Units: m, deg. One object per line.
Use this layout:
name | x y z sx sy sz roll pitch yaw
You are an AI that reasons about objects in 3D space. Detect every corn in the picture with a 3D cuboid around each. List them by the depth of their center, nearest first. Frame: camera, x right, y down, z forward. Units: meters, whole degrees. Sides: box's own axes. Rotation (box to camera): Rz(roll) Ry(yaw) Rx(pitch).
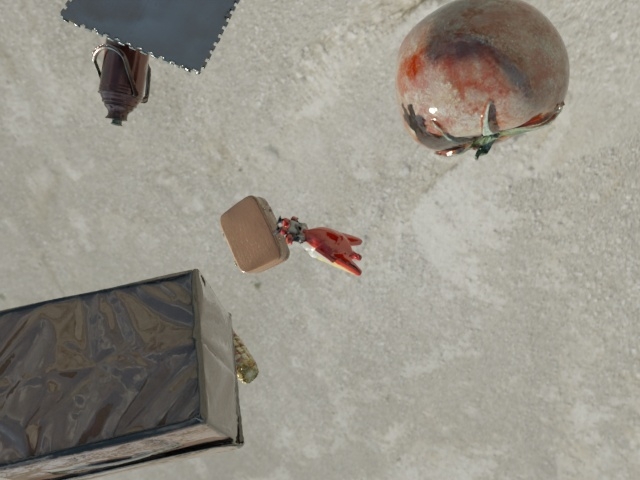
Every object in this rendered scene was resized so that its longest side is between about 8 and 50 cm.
corn | -0.220 0.227 1.417 0.237 0.080 0.079 40 139 35

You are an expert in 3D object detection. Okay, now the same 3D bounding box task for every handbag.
handbag | -0.179 -0.009 1.669 0.151 0.072 0.193 -31 79 16

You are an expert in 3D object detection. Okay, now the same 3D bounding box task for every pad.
pad | -0.291 -0.448 1.144 0.269 0.269 0.012 23 155 -4

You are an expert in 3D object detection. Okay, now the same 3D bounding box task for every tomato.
tomato | 0.289 -0.295 1.159 0.317 0.317 0.282 -17 84 37

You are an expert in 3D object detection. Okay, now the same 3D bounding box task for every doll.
doll | 0.000 0.000 1.140 0.169 0.109 0.057 26 122 -13

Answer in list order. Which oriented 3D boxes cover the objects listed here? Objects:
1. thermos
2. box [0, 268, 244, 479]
thermos | -0.397 -0.349 1.290 0.099 0.124 0.231 9 92 33
box | -0.232 0.162 0.722 0.252 0.188 0.153 -10 153 -1
